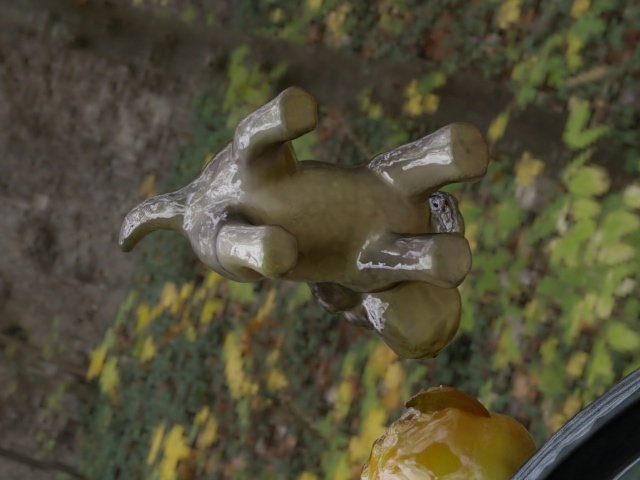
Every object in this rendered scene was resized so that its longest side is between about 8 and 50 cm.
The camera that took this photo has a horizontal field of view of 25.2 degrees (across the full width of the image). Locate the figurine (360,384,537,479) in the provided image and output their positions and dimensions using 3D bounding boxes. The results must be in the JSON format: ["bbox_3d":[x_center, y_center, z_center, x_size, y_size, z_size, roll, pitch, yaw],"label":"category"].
[{"bbox_3d":[0.143,0.220,1.130,0.131,0.246,0.156,-47,11,9],"label":"figurine"}]

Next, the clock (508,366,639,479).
[{"bbox_3d":[0.149,0.147,0.327,0.066,0.319,0.319,44,-126,-39],"label":"clock"}]

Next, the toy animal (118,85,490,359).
[{"bbox_3d":[0.016,-0.001,0.876,0.168,0.233,0.121,-21,62,49],"label":"toy animal"}]
